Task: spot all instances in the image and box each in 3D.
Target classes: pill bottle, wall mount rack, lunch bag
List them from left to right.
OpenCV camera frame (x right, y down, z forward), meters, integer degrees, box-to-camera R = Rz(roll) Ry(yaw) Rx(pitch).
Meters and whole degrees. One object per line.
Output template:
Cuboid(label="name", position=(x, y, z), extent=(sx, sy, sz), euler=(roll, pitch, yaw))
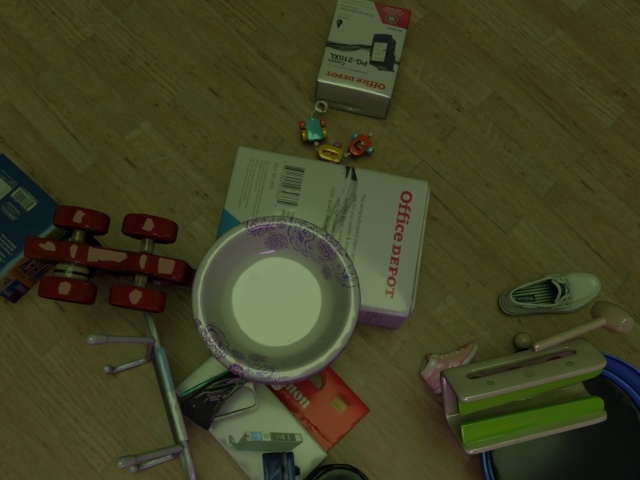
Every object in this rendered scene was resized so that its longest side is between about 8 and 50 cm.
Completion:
Cuboid(label="wall mount rack", position=(-0.317, 0.287, 1.268), extent=(0.131, 0.304, 0.350), euler=(-15, 73, -19))
Cuboid(label="lunch bag", position=(-0.070, 0.414, 1.283), extent=(0.065, 0.098, 0.067), euler=(-5, 69, -6))
Cuboid(label="pill bottle", position=(0.027, 0.462, 1.278), extent=(0.123, 0.219, 0.122), euler=(1, 73, -3))

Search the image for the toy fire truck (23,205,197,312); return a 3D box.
Cuboid(label="toy fire truck", position=(-0.390, 0.048, 1.369), extent=(0.302, 0.254, 0.169), euler=(8, 79, -2))

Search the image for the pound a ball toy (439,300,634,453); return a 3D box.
Cuboid(label="pound a ball toy", position=(0.377, 0.225, 1.271), extent=(0.319, 0.135, 0.208), euler=(-13, 113, -6))

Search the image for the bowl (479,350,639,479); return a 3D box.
Cuboid(label="bowl", position=(0.489, 0.402, 1.359), extent=(0.391, 0.077, 0.391), euler=(1, 76, -4))

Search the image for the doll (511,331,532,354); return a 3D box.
Cuboid(label="doll", position=(0.414, 0.279, 1.450), extent=(0.129, 0.046, 0.189), euler=(4, 73, -3))

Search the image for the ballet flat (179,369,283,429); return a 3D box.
Cuboid(label="ballet flat", position=(-0.126, 0.255, 1.340), extent=(0.280, 0.095, 0.096), euler=(-33, 85, -10))

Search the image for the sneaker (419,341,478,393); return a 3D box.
Cuboid(label="sneaker", position=(0.257, 0.240, 1.450), extent=(0.070, 0.051, 0.134), euler=(45, 79, 5))

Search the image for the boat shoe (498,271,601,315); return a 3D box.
Cuboid(label="boat shoe", position=(0.489, 0.113, 1.491), extent=(0.226, 0.076, 0.083), euler=(-15, 74, -8))

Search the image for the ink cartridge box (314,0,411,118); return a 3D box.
Cuboid(label="ink cartridge box", position=(0.095, -0.416, 1.622), extent=(0.172, 0.100, 0.237), euler=(13, 72, 1))

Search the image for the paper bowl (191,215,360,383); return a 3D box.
Cuboid(label="paper bowl", position=(-0.076, 0.110, 1.252), extent=(0.284, 0.148, 0.284), euler=(1, 74, -3))

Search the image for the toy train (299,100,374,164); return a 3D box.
Cuboid(label="toy train", position=(0.031, -0.226, 1.590), extent=(0.166, 0.046, 0.125), euler=(41, 73, 6))

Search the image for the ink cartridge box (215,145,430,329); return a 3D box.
Cuboid(label="ink cartridge box", position=(0.000, 0.000, 1.451), extent=(0.395, 0.166, 0.285), euler=(11, 73, 1))

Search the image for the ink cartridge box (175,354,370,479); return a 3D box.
Cuboid(label="ink cartridge box", position=(-0.090, 0.313, 1.400), extent=(0.261, 0.066, 0.296), euler=(-42, 79, -14))

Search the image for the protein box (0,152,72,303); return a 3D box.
Cuboid(label="protein box", position=(-0.628, -0.022, 1.437), extent=(0.200, 0.136, 0.201), euler=(41, 75, 9))
